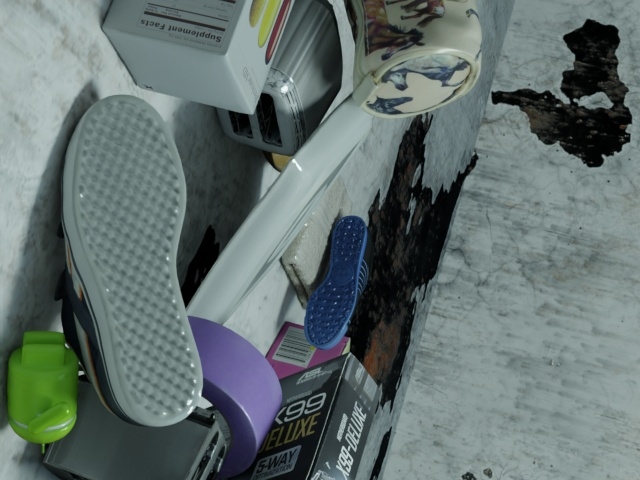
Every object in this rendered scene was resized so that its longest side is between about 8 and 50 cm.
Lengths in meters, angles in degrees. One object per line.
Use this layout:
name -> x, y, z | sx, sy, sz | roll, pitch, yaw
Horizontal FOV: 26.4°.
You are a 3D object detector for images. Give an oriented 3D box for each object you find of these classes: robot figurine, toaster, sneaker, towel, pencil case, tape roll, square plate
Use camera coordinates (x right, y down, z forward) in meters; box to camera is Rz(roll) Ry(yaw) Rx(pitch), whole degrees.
robot figurine -> -0.266, 0.143, 1.302 | 0.101, 0.067, 0.115 | -115, -151, -62
toaster -> -0.199, 0.222, 1.452 | 0.168, 0.186, 0.110 | 89, 21, -70
sneaker -> 0.039, 0.079, 2.215 | 0.090, 0.081, 0.232 | 57, 48, -61
towel -> 0.000, 0.000, 2.248 | 0.282, 0.049, 0.187 | 66, 39, -68
pencil case -> 0.085, -0.354, 1.679 | 0.160, 0.184, 0.410 | 132, -48, -63
tape roll -> -0.145, 0.181, 1.564 | 0.080, 0.189, 0.189 | -62, 161, -45
toaster -> -0.054, -0.208, 1.664 | 0.227, 0.129, 0.146 | 83, 27, -59
sneaker -> -0.200, 0.024, 1.337 | 0.127, 0.126, 0.321 | -17, -102, 61
square plate -> -0.048, -0.032, 1.737 | 0.347, 0.049, 0.344 | -54, 179, 31

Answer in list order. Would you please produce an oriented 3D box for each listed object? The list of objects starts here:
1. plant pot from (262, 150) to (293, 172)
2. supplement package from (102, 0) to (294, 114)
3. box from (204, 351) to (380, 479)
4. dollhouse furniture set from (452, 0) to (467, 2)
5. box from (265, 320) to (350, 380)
plant pot -> -0.041, -0.212, 1.910 | 0.236, 0.032, 0.236 | 14, 90, -75
supplement package -> -0.103, -0.274, 1.386 | 0.139, 0.134, 0.244 | 65, 42, -68
box -> -0.090, 0.281, 1.641 | 0.076, 0.307, 0.242 | 52, 33, -22
dollhouse furniture set -> 0.061, -0.398, 1.557 | 0.151, 0.302, 0.197 | -39, 139, -63
box -> -0.043, 0.298, 2.233 | 0.213, 0.117, 0.243 | -61, 159, -47
